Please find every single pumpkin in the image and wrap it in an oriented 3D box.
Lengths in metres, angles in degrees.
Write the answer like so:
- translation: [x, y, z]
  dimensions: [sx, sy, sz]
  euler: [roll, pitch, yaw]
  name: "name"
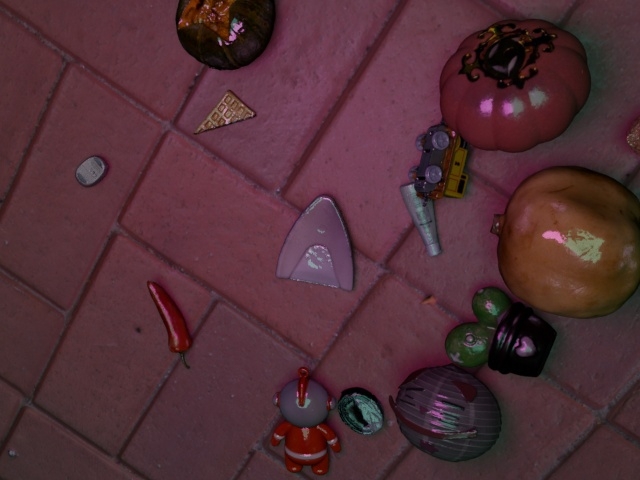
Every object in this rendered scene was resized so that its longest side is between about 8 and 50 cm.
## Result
- translation: [-0.214, -0.504, 1.295]
  dimensions: [0.238, 0.159, 0.238]
  euler: [-2, 86, 22]
  name: "pumpkin"

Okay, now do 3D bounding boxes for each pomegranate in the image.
- translation: [0.524, 0.008, 1.215]
  dimensions: [0.332, 0.332, 0.332]
  euler: [2, 104, 9]
  name: "pomegranate"

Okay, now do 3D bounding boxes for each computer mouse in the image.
- translation: [-0.607, -0.184, 1.503]
  dimensions: [0.096, 0.039, 0.066]
  euler: [-39, 95, 8]
  name: "computer mouse"

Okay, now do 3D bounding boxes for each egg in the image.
- translation: [0.736, -0.239, 1.222]
  dimensions: [0.140, 0.116, 0.118]
  euler: [-40, 117, 13]
  name: "egg"

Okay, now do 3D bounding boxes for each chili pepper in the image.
- translation: [-0.406, 0.229, 1.550]
  dimensions: [0.063, 0.071, 0.272]
  euler: [-18, 97, 9]
  name: "chili pepper"

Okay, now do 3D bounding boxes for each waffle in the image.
- translation: [-0.243, -0.294, 1.421]
  dimensions: [0.097, 0.023, 0.152]
  euler: [44, 105, -2]
  name: "waffle"

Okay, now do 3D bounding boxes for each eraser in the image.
- translation: [0.000, 0.000, 1.432]
  dimensions: [0.204, 0.059, 0.243]
  euler: [11, 108, 7]
  name: "eraser"

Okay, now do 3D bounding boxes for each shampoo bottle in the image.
- translation: [0.254, -0.054, 1.385]
  dimensions: [0.069, 0.041, 0.190]
  euler: [-20, 100, 1]
  name: "shampoo bottle"

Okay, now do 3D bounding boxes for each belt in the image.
- translation: [0.110, 0.459, 1.526]
  dimensions: [0.140, 0.058, 0.105]
  euler: [42, 100, 2]
  name: "belt"

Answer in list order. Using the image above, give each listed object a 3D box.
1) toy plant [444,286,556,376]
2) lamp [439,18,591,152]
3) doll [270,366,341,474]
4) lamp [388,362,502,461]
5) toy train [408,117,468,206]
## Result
- translation: [0.432, 0.233, 1.370]
  dimensions: [0.235, 0.175, 0.218]
  euler: [25, 101, 32]
  name: "toy plant"
- translation: [0.406, -0.314, 1.194]
  dimensions: [0.305, 0.239, 0.305]
  euler: [-13, 56, 21]
  name: "lamp"
- translation: [-0.043, 0.491, 1.542]
  dimensions: [0.200, 0.105, 0.336]
  euler: [1, 111, 11]
  name: "doll"
- translation: [0.311, 0.420, 1.396]
  dimensions: [0.265, 0.233, 0.233]
  euler: [8, 105, 27]
  name: "lamp"
- translation: [0.286, -0.180, 1.316]
  dimensions: [0.127, 0.089, 0.219]
  euler: [13, 90, -24]
  name: "toy train"
